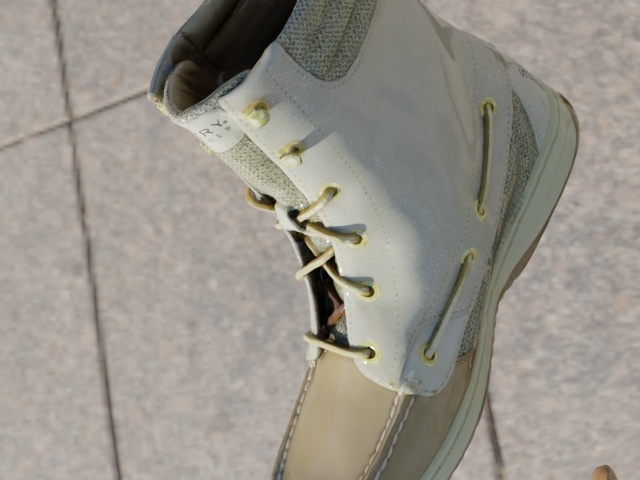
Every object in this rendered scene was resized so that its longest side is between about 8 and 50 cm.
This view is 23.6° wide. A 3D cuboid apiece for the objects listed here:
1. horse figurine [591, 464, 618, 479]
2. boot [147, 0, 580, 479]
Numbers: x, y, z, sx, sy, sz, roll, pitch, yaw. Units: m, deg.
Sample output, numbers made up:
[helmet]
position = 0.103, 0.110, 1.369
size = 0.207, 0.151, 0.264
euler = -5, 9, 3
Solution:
[horse figurine]
position = 0.117, 0.203, 0.595
size = 0.066, 0.263, 0.174
euler = -35, 88, 46
[boot]
position = 0.000, 0.000, 0.555
size = 0.077, 0.165, 0.213
euler = 11, 72, 47
